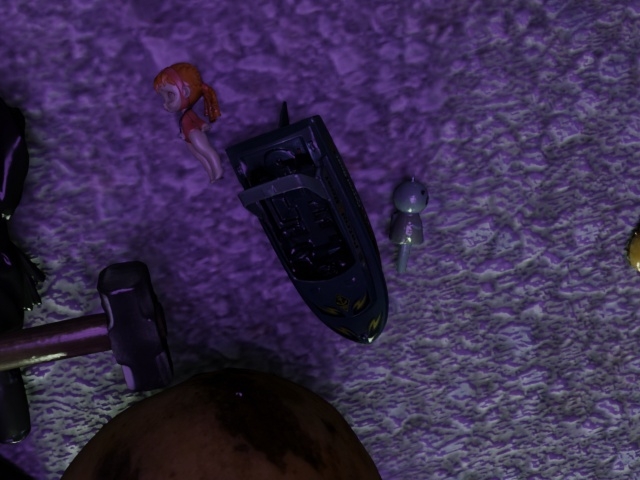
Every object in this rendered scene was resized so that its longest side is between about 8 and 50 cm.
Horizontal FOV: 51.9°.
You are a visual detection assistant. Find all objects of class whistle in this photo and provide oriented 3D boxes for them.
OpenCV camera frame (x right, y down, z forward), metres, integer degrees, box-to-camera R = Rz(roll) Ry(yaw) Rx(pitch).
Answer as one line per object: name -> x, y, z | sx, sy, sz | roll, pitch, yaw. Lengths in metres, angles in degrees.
whistle -> 0.086, -0.016, 0.649 | 0.035, 0.035, 0.100 | 3, 107, -9

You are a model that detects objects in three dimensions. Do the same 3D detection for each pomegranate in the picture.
pomegranate -> -0.086, 0.268, 0.571 | 0.323, 0.322, 0.321 | -2, 106, -7

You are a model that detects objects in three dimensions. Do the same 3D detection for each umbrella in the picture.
umbrella -> -0.298, 0.025, 0.571 | 0.118, 0.118, 0.339 | -4, 107, -7

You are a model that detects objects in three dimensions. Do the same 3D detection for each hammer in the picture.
hammer -> -0.310, 0.103, 0.536 | 0.366, 0.043, 0.111 | -11, 122, -6

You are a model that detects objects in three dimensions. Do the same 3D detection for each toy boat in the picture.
toy boat -> 0.000, 0.000, 0.610 | 0.093, 0.103, 0.246 | -15, 114, 22

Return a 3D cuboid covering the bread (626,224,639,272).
bread -> 0.421, -0.031, 0.683 | 0.140, 0.169, 0.160 | 33, 58, -16

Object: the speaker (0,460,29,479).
speaker -> -0.410, 0.298, 0.593 | 0.232, 0.184, 0.254 | -43, 110, 6

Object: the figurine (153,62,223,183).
figurine -> -0.110, -0.104, 0.586 | 0.047, 0.064, 0.109 | -24, 94, -25
